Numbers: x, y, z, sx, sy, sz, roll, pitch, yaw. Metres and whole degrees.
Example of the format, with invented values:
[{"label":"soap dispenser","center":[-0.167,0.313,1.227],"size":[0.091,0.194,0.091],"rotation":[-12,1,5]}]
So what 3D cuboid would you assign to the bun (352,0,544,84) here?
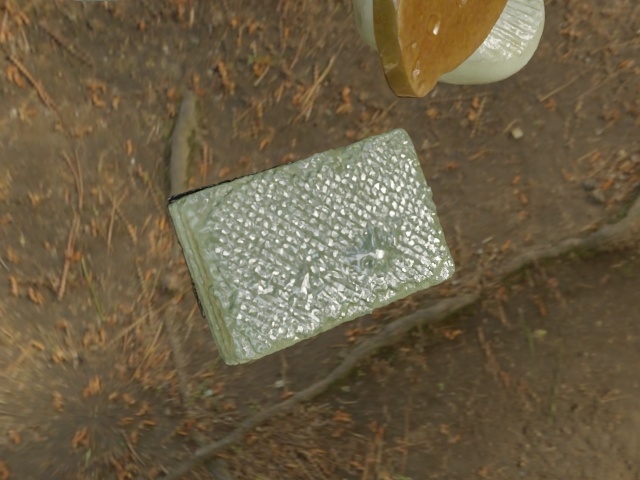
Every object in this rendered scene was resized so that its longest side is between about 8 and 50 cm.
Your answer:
[{"label":"bun","center":[0.113,-0.252,1.163],"size":[0.231,0.133,0.231],"rotation":[10,71,-31]}]

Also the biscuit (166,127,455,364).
[{"label":"biscuit","center":[0.000,0.000,0.804],"size":[0.199,0.040,0.121],"rotation":[-21,94,-35]}]

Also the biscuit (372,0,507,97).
[{"label":"biscuit","center":[0.066,-0.147,0.608],"size":[0.023,0.118,0.140],"rotation":[17,38,30]}]
